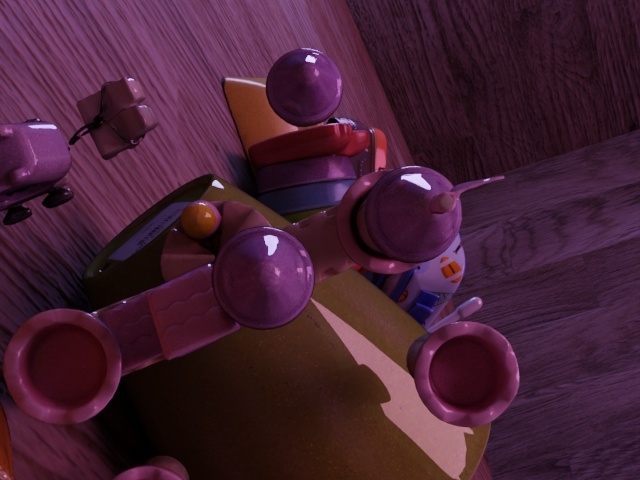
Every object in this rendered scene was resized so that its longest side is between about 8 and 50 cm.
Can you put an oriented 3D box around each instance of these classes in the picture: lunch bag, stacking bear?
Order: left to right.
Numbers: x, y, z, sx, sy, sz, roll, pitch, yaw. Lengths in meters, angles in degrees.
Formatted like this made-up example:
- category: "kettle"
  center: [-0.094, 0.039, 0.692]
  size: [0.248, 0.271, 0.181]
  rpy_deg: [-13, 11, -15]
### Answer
- category: "stacking bear"
  center: [0.000, 0.000, 1.363]
  size: [0.175, 0.164, 0.289]
  rpy_deg: [-3, 83, -74]
- category: "lunch bag"
  center: [0.113, 0.071, 1.515]
  size: [0.243, 0.114, 0.303]
  rpy_deg: [-87, -160, -54]

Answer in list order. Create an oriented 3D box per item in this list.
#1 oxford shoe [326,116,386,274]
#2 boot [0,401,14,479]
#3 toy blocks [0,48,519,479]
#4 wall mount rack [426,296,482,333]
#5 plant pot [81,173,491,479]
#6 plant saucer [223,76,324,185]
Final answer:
- category: "oxford shoe"
  center: [0.040, -0.069, 1.495]
  size: [0.098, 0.097, 0.271]
  rpy_deg: [22, 49, -29]
- category: "boot"
  center: [-0.222, 0.025, 0.501]
  size: [0.211, 0.104, 0.295]
  rpy_deg: [69, 14, -46]
- category: "toy blocks"
  center: [-0.059, 0.016, 0.586]
  size: [0.260, 0.288, 0.309]
  rpy_deg: [144, -78, -86]
- category: "wall mount rack"
  center: [0.048, 0.087, 1.245]
  size: [0.350, 0.130, 0.304]
  rpy_deg: [58, 43, -13]
- category: "plant pot"
  center: [-0.051, 0.098, 0.823]
  size: [0.294, 0.274, 0.275]
  rpy_deg: [53, 17, -17]
- category: "plant saucer"
  center: [-0.030, -0.115, 1.580]
  size: [0.333, 0.080, 0.333]
  rpy_deg: [-43, 115, -76]
